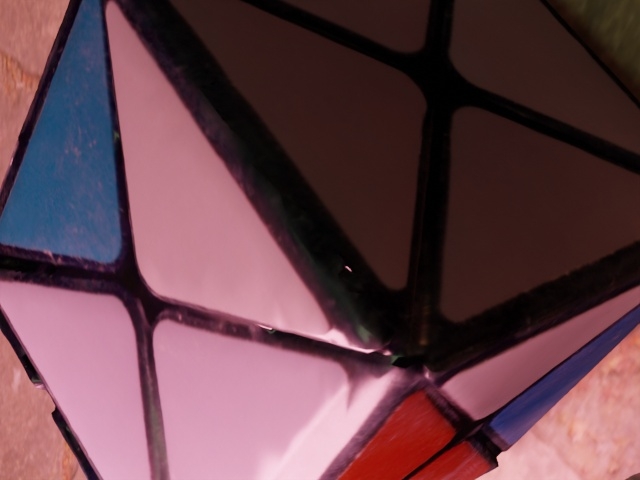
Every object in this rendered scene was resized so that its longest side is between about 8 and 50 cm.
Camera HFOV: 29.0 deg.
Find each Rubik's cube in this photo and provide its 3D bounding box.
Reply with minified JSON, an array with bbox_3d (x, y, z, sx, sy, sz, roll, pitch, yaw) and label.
[{"bbox_3d":[0.000,0.000,0.771,0.310,0.307,0.305,55,138,21],"label":"Rubik's cube"}]

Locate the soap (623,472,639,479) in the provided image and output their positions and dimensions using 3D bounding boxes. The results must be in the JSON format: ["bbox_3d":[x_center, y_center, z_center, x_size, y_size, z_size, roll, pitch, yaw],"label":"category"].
[{"bbox_3d":[0.229,0.323,0.708,0.347,0.208,0.115,49,133,25],"label":"soap"}]
